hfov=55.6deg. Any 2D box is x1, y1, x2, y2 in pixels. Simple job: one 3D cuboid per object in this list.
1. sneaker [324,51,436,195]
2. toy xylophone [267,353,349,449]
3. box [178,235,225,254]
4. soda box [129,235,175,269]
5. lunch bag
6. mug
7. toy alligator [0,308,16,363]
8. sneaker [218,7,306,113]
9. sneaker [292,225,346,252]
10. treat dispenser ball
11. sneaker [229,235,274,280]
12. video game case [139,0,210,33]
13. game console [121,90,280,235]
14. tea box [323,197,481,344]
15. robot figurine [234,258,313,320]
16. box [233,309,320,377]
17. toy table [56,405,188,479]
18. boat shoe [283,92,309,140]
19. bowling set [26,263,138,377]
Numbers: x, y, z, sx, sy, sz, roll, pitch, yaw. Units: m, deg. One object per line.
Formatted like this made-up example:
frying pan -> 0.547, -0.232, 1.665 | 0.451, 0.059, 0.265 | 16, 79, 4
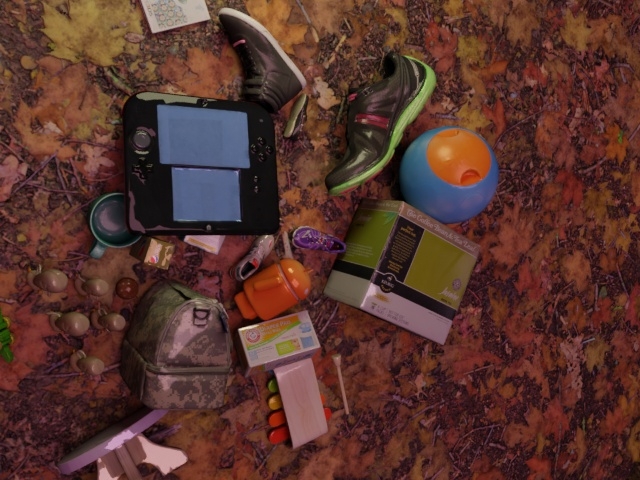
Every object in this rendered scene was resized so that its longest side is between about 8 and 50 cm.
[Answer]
sneaker -> 0.137, -0.331, 1.732 | 0.202, 0.185, 0.482 | 34, 75, -9
toy xylophone -> -0.042, 0.447, 1.751 | 0.236, 0.081, 0.322 | -9, 100, -27
box -> -0.272, -0.093, 1.577 | 0.101, 0.060, 0.244 | 25, 83, -27
soda box -> -0.405, 0.023, 1.450 | 0.058, 0.181, 0.061 | 19, 86, -29
lunch bag -> -0.337, 0.237, 1.442 | 0.213, 0.305, 0.255 | 5, 94, -29
mug -> -0.498, -0.045, 1.440 | 0.158, 0.097, 0.129 | -29, 109, -22
toy alligator -> -0.738, 0.188, 1.366 | 0.052, 0.056, 0.189 | -7, 102, 13
sneaker -> -0.173, -0.450, 1.563 | 0.296, 0.105, 0.146 | 43, 70, -30
sneaker -> 0.000, 0.000, 1.729 | 0.170, 0.071, 0.068 | 10, 91, -28
treat dispenser ball -> 0.375, -0.192, 1.788 | 0.288, 0.288, 0.287 | -3, 97, -28
sneaker -> -0.173, 0.050, 1.638 | 0.161, 0.075, 0.057 | -47, 115, -16
video game case -> -0.366, -0.598, 1.492 | 0.157, 0.019, 0.143 | -24, 107, -24
game console -> -0.284, -0.182, 1.480 | 0.387, 0.060, 0.341 | -1, 80, -29
tea box -> 0.241, 0.087, 1.785 | 0.329, 0.220, 0.323 | 27, 84, -28
robot figurine -> -0.119, 0.130, 1.626 | 0.220, 0.128, 0.158 | -30, 128, 1
box -> -0.121, 0.279, 1.642 | 0.203, 0.103, 0.114 | -13, 67, -22
toy table -> -0.463, 0.525, 1.457 | 0.274, 0.252, 0.160 | -27, 92, -12
boat shoe -> -0.060, -0.340, 1.673 | 0.042, 0.049, 0.132 | 19, 89, -34
bowling set -> -0.539, 0.163, 1.438 | 0.200, 0.154, 0.286 | -27, 107, -43
